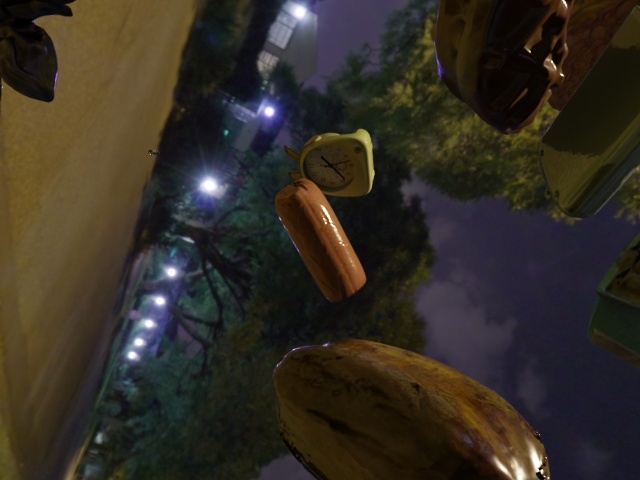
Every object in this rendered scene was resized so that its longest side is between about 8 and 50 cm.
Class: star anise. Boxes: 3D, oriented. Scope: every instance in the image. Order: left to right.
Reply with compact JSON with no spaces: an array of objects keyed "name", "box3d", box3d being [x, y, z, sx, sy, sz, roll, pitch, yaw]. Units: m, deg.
[{"name":"star anise","box3d":[-0.326,-0.256,0.523,0.129,0.212,0.283,-48,159,-72]}]

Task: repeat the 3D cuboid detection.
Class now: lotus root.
[{"name":"lotus root","box3d":[0.091,0.220,0.642,0.397,0.195,0.179,19,-57,49]}]

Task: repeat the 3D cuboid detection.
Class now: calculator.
[{"name":"calculator","box3d":[0.307,-0.132,0.575,0.141,0.045,0.246,-86,-166,-45]}]

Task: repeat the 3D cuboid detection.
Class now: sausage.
[{"name":"sausage","box3d":[-0.001,-0.001,1.313,0.121,0.304,0.121,-28,-168,6]}]

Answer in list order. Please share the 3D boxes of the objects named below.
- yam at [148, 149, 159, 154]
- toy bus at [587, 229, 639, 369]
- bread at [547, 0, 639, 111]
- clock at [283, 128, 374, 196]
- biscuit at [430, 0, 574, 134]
[{"name":"yam","box3d":[-0.426,-0.225,1.408,0.107,0.014,0.014,-129,-116,-79]},{"name":"toy bus","box3d":[0.308,0.086,0.340,0.091,0.261,0.109,-43,146,-19]},{"name":"bread","box3d":[0.446,-0.329,0.878,0.235,0.210,0.099,-28,-132,29]},{"name":"clock","box3d":[0.018,-0.197,1.402,0.069,0.231,0.170,-73,160,-50]},{"name":"biscuit","box3d":[0.254,-0.299,0.572,0.115,0.268,0.366,44,-68,33]}]
